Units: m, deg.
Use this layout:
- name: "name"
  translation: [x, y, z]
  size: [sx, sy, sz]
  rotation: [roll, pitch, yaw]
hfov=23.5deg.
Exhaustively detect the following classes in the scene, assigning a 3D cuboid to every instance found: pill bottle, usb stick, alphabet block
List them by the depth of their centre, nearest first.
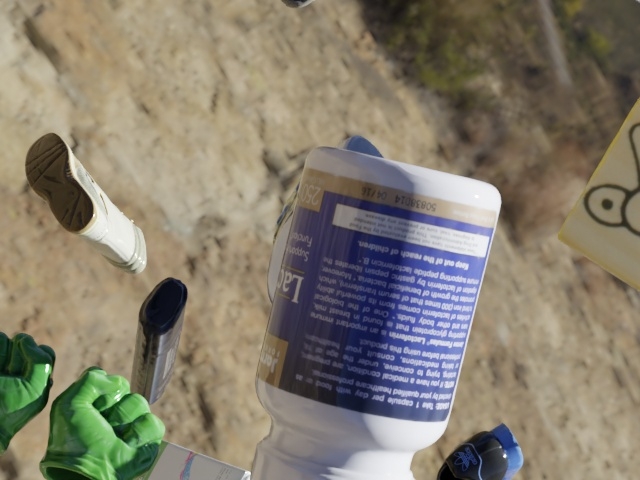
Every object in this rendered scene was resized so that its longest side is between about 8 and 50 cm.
- name: "pill bottle"
  translation: [0.036, 0.071, 1.163]
  size: [0.153, 0.153, 0.264]
  rotation: [9, 94, -57]
- name: "alphabet block"
  translation: [0.410, -0.032, 1.686]
  size: [0.197, 0.192, 0.193]
  rotation: [36, 16, 21]
- name: "usb stick"
  translation: [-0.196, 0.126, 1.848]
  size: [0.045, 0.278, 0.077]
  rotation: [25, 64, 3]

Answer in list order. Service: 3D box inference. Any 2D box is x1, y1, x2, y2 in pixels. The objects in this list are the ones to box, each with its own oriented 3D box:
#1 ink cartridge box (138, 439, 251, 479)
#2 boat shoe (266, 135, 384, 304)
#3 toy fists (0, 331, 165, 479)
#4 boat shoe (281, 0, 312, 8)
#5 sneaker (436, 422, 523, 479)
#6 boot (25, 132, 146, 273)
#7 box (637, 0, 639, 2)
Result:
- name: "ink cartridge box"
  translation: [-0.153, 0.369, 2.174]
  size: [0.154, 0.212, 0.093]
  rotation: [47, 63, -43]
- name: "boat shoe"
  translation: [0.000, 0.000, 1.644]
  size: [0.109, 0.094, 0.302]
  rotation: [47, 35, -14]
- name: "toy fists"
  translation: [-0.319, 0.195, 1.807]
  size: [0.279, 0.096, 0.142]
  rotation: [24, 55, -1]
- name: "boat shoe"
  translation: [0.021, -0.397, 1.683]
  size: [0.109, 0.305, 0.091]
  rotation: [20, 25, -9]
- name: "sneaker"
  translation: [0.185, 0.303, 1.892]
  size: [0.232, 0.090, 0.081]
  rotation: [90, -25, -54]
- name: "boot"
  translation: [-0.340, -0.052, 2.240]
  size: [0.213, 0.077, 0.165]
  rotation: [54, 6, 39]
- name: "box"
  translation: [0.328, -0.340, 1.595]
  size: [0.093, 0.158, 0.156]
  rotation: [9, 22, -49]
